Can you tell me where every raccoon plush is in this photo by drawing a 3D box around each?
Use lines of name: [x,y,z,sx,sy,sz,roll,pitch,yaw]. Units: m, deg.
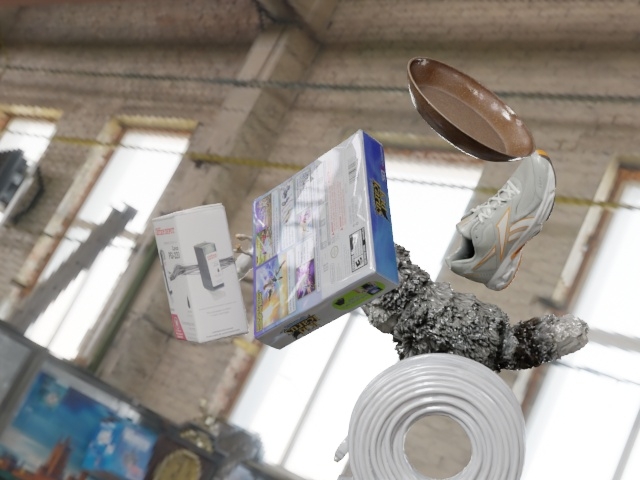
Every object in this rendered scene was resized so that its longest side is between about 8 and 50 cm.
raccoon plush: [0.274,0.110,2.037,0.446,0.216,0.299,-23,-79,27]

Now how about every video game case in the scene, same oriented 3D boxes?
video game case: [0.000,0.000,1.589,0.244,0.269,0.061,-30,-44,32]

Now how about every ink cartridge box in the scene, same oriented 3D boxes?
ink cartridge box: [-0.202,0.055,1.729,0.092,0.218,0.158,-10,2,-23]

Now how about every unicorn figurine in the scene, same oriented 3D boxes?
unicorn figurine: [-0.141,0.038,2.044,0.162,0.060,0.111,-27,-40,27]

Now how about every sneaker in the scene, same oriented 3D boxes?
sneaker: [0.294,-0.036,1.719,0.121,0.262,0.099,14,26,-16]

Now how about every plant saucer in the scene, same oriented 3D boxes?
plant saucer: [0.186,-0.161,1.334,0.198,0.198,0.036,30,-60,-10]

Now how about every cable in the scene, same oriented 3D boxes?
cable: [0.164,0.289,1.469,0.257,0.257,0.089,25,4,8]
